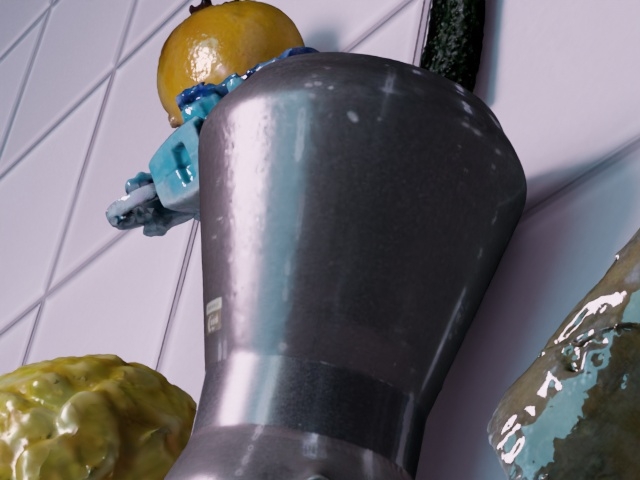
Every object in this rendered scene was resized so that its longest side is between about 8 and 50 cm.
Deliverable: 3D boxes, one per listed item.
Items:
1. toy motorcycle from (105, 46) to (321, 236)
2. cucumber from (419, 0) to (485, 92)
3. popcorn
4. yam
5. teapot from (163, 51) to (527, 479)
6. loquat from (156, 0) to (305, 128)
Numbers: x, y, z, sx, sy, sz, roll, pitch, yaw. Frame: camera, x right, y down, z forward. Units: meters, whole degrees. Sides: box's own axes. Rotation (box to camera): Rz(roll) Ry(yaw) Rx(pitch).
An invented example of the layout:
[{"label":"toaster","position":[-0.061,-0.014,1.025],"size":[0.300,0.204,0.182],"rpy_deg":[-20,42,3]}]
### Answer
[{"label":"toy motorcycle","position":[-0.071,-0.080,1.746],"size":[0.260,0.206,0.154],"rpy_deg":[-34,76,43]},{"label":"cucumber","position":[0.118,-0.189,1.638],"size":[0.052,0.058,0.215],"rpy_deg":[94,-173,-49]},{"label":"popcorn","position":[-0.207,0.226,1.584],"size":[0.247,0.282,0.282],"rpy_deg":[-7,56,65]},{"label":"yam","position":[0.217,0.045,1.074],"size":[0.330,0.133,0.133],"rpy_deg":[-56,23,5]},{"label":"teapot","position":[0.000,0.064,1.377],"size":[0.300,0.253,0.344],"rpy_deg":[125,160,-65]},{"label":"loquat","position":[-0.093,-0.165,1.928],"size":[0.172,0.149,0.205],"rpy_deg":[-31,51,46]}]
